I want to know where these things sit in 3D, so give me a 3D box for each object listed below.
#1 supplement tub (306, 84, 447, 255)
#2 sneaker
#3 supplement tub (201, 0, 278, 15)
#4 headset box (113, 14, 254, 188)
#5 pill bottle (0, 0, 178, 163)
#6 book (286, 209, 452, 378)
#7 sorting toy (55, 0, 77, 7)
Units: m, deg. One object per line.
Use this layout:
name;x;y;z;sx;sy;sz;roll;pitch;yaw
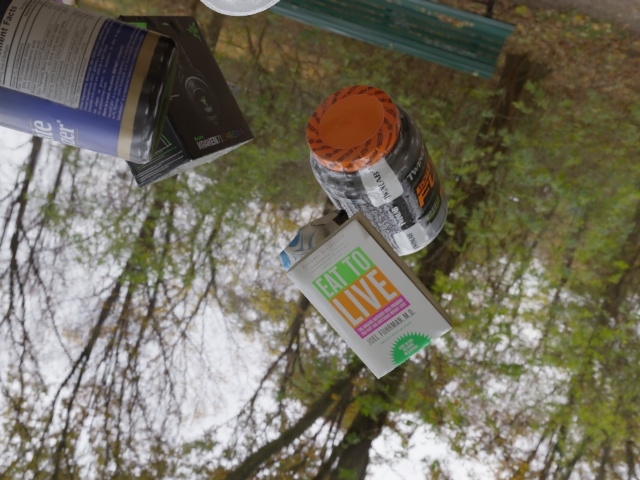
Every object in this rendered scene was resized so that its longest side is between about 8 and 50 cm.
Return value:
supplement tub;0.110;-0.126;1.282;0.207;0.207;0.338;25;166;32
sneaker;0.000;0.000;1.121;0.086;0.085;0.237;-8;-172;19
supplement tub;-0.109;-0.359;0.743;0.144;0.144;0.199;10;-135;-42
headset box;-0.282;-0.270;1.232;0.131;0.283;0.246;-23;-173;26
pill bottle;-0.248;-0.154;0.608;0.219;0.122;0.123;14;-170;-11
book;0.048;0.056;0.673;0.144;0.096;0.035;48;-162;-7
sorting toy;-0.343;-0.285;0.869;0.045;0.075;0.083;18;-150;38
